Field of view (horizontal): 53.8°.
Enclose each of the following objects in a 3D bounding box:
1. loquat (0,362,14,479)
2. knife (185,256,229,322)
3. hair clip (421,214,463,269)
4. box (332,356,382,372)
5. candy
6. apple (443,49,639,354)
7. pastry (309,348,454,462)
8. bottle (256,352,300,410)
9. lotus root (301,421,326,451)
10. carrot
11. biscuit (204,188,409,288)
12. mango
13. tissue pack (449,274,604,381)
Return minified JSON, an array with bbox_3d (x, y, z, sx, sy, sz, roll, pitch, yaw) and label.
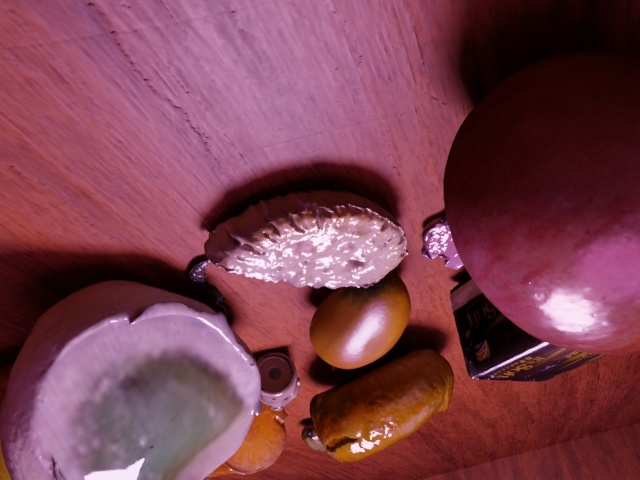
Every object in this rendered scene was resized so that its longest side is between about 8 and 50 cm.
[{"bbox_3d":[-0.457,0.291,1.057,0.246,0.213,0.213,-28,148,3],"label":"loquat"},{"bbox_3d":[-0.174,0.089,0.990,0.046,0.021,0.222,-12,149,-6],"label":"knife"},{"bbox_3d":[0.241,0.001,0.954,0.187,0.056,0.146,30,129,-22],"label":"hair clip"},{"bbox_3d":[0.074,0.247,1.331,0.083,0.035,0.079,10,143,-34],"label":"box"},{"bbox_3d":[-0.287,0.243,0.954,0.386,0.186,0.427,-43,136,-27],"label":"candy"},{"bbox_3d":[0.300,-0.044,0.656,0.345,0.344,0.269,11,150,-35],"label":"apple"},{"bbox_3d":[0.133,0.354,1.358,0.356,0.164,0.356,-22,164,-7],"label":"pastry"},{"bbox_3d":[-0.089,0.292,1.290,0.099,0.099,0.152,-11,152,-3],"label":"bottle"},{"bbox_3d":[0.009,0.545,1.758,0.089,0.080,0.179,-11,148,25],"label":"lotus root"},{"bbox_3d":[-0.219,0.450,1.460,0.196,0.196,0.254,10,153,-34],"label":"carrot"},{"bbox_3d":[0.000,0.000,0.846,0.281,0.084,0.179,6,145,-27],"label":"biscuit"},{"bbox_3d":[0.073,0.129,1.054,0.151,0.120,0.221,12,134,-33],"label":"mango"},{"bbox_3d":[0.404,0.084,1.025,0.210,0.198,0.370,8,145,-35],"label":"tissue pack"}]
